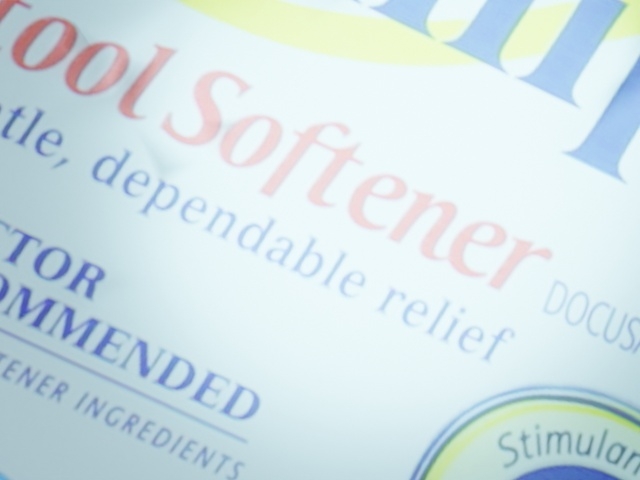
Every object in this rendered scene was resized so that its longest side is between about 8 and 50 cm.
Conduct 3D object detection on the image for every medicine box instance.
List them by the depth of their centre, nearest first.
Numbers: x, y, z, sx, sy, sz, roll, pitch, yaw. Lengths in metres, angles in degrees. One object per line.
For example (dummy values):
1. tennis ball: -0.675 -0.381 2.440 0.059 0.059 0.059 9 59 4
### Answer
1. medicine box: 0.000 0.000 0.451 0.263 0.149 0.289 25 82 -5
